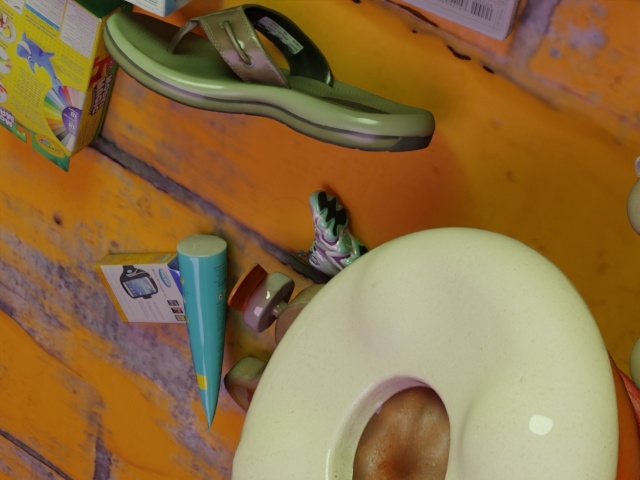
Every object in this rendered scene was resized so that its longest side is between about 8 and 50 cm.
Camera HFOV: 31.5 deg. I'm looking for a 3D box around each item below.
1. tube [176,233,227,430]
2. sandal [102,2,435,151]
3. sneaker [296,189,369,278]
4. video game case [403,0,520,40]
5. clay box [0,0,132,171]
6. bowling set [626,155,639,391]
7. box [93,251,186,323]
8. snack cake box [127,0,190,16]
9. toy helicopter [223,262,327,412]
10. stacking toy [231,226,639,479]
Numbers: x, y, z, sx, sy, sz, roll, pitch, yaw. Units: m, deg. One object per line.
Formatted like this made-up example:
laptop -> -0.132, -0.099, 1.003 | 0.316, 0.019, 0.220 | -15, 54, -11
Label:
tube -> -0.121, 0.097, 1.215 | 0.052, 0.080, 0.207 | 1, 116, 4
sandal -> -0.040, -0.151, 0.954 | 0.302, 0.120, 0.086 | 18, 114, 18
sneaker -> 0.000, 0.000, 1.083 | 0.069, 0.038, 0.098 | -13, 114, 42
video game case -> 0.073, -0.257, 0.835 | 0.190, 0.022, 0.173 | 27, 136, 19
clay box -> -0.270, -0.181, 1.132 | 0.127, 0.053, 0.222 | 36, 139, 7
bowling set -> 0.312, -0.012, 0.751 | 0.154, 0.199, 0.287 | 8, 86, 57
box -> -0.187, 0.054, 1.279 | 0.136, 0.028, 0.081 | -3, 121, 36
snack cake box -> -0.155, -0.331, 0.898 | 0.152, 0.089, 0.264 | 28, 135, 19
toy helicopter -> -0.022, 0.123, 1.138 | 0.235, 0.140, 0.355 | 43, 151, -10
stacking toy -> 0.201, 0.221, 0.908 | 0.479, 0.351, 0.350 | 24, 150, -36
